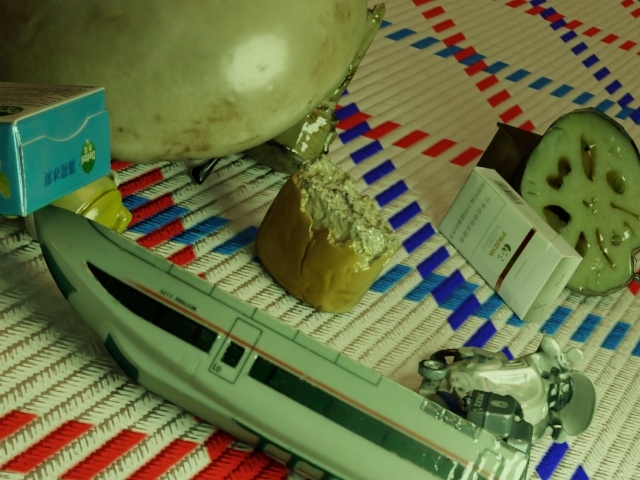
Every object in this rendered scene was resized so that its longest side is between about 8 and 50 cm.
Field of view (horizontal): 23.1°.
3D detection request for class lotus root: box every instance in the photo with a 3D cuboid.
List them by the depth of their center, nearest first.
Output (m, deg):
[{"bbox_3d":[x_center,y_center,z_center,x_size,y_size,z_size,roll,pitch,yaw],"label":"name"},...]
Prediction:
[{"bbox_3d":[0.280,-0.036,1.718,0.183,0.078,0.203,-21,93,-30],"label":"lotus root"}]

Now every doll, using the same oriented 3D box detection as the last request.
[{"bbox_3d":[-0.231,-0.052,1.270,0.162,0.062,0.106,38,42,9],"label":"doll"}]

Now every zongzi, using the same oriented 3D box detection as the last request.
[{"bbox_3d":[-0.051,-0.183,1.561,0.194,0.197,0.099,27,8,1],"label":"zongzi"}]

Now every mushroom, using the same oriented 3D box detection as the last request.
[{"bbox_3d":[-0.136,-0.197,1.415,0.362,0.294,0.362,-2,44,2],"label":"mushroom"}]

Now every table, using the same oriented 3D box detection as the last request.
[{"bbox_3d":[0.229,-0.076,1.792,0.083,0.082,0.070,12,30,-34],"label":"table"}]

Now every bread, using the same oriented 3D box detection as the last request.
[{"bbox_3d":[0.000,-0.001,1.379,0.125,0.106,0.082,46,23,24],"label":"bread"}]

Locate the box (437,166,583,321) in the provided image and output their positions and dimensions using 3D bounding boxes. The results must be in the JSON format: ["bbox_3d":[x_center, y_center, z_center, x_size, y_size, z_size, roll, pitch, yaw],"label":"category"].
[{"bbox_3d":[0.192,0.003,1.603,0.040,0.084,0.154,7,33,-45],"label":"box"}]

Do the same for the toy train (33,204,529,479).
[{"bbox_3d":[-0.050,0.101,1.147,0.407,0.088,0.086,29,-18,2],"label":"toy train"}]

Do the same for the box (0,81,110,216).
[{"bbox_3d":[-0.272,-0.073,1.155,0.194,0.073,0.139,5,18,19],"label":"box"}]

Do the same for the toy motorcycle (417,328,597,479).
[{"bbox_3d":[0.151,0.141,1.296,0.150,0.102,0.221,11,20,9],"label":"toy motorcycle"}]
